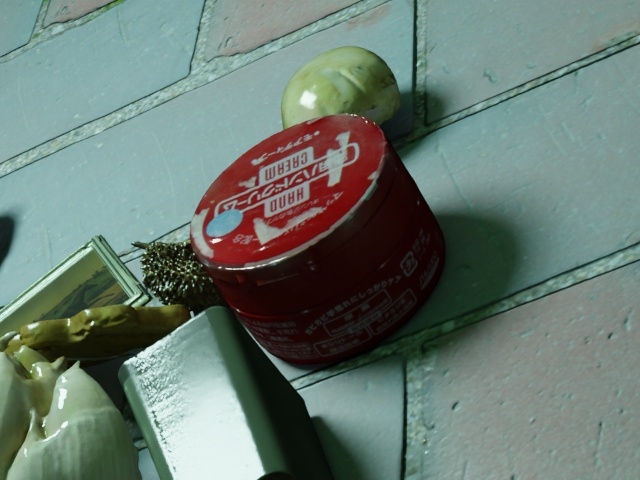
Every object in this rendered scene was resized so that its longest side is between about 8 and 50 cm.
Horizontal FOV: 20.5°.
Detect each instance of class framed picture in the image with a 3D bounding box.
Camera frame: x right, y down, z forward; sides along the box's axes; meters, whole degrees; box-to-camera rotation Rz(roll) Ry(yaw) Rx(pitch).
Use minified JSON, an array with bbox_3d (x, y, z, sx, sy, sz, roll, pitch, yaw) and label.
[{"bbox_3d":[-0.324,0.103,2.029,0.252,0.014,0.197,-39,31,-5],"label":"framed picture"}]

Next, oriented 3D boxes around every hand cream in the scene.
[{"bbox_3d":[0.000,0.000,1.733,0.230,0.149,0.230,-24,31,16],"label":"hand cream"}]

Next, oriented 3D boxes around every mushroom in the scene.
[{"bbox_3d":[0.020,-0.149,1.942,0.148,0.112,0.148,-25,31,16],"label":"mushroom"}]

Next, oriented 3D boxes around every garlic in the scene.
[{"bbox_3d":[-0.299,0.190,1.683,0.185,0.203,0.281,-4,12,-26],"label":"garlic"}]

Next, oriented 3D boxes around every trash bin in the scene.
[{"bbox_3d":[-0.068,0.193,1.525,0.122,0.164,0.240,-34,32,3],"label":"trash bin"}]

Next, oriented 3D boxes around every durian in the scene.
[{"bbox_3d":[-0.139,0.039,1.841,0.140,0.110,0.071,14,60,11],"label":"durian"}]

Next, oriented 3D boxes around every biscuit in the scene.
[{"bbox_3d":[-0.246,0.108,1.829,0.249,0.184,0.035,-18,75,40],"label":"biscuit"}]
